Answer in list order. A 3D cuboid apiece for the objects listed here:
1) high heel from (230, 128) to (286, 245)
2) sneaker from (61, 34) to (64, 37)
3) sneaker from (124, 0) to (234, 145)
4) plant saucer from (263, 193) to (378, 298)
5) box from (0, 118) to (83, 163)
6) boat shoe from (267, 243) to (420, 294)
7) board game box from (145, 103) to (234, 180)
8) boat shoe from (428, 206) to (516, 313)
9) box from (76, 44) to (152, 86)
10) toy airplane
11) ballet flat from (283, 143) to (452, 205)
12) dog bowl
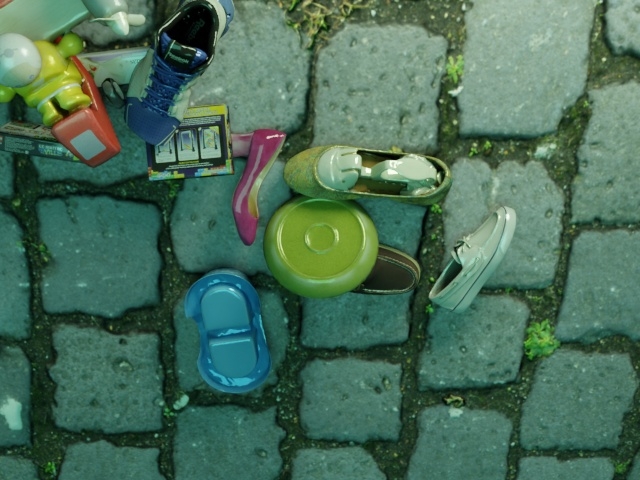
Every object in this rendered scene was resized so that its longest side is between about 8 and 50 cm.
[{"bbox_3d":[-0.122,-0.108,1.644,0.117,0.082,0.244,-1,99,10],"label":"high heel"},{"bbox_3d":[-0.548,-0.496,1.469,0.135,0.098,0.276,-7,110,1],"label":"sneaker"},{"bbox_3d":[-0.271,-0.317,1.432,0.127,0.182,0.316,29,108,-11],"label":"sneaker"},{"bbox_3d":[0.000,0.000,1.630,0.240,0.037,0.241,-1,69,2],"label":"plant saucer"},{"bbox_3d":[-0.530,-0.196,1.580,0.206,0.114,0.036,9,111,-4],"label":"box"},{"bbox_3d":[0.050,0.067,1.693,0.341,0.123,0.123,14,111,-7],"label":"boat shoe"},{"bbox_3d":[-0.264,-0.195,1.594,0.170,0.048,0.141,-4,92,6],"label":"board game box"},{"bbox_3d":[0.323,0.035,1.709,0.088,0.096,0.268,22,118,-14],"label":"boat shoe"},{"bbox_3d":[-0.413,-0.338,1.552,0.323,0.067,0.063,-7,112,0],"label":"box"},{"bbox_3d":[-0.501,-0.336,1.331,0.384,0.272,0.386,14,107,-9],"label":"toy airplane"},{"bbox_3d":[0.100,-0.140,1.612,0.348,0.123,0.123,6,111,-5],"label":"ballet flat"},{"bbox_3d":[-0.202,0.195,1.766,0.165,0.074,0.297,-8,111,2],"label":"dog bowl"}]
